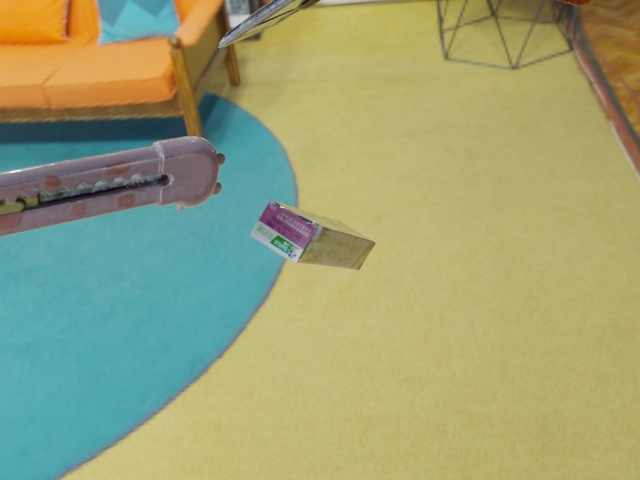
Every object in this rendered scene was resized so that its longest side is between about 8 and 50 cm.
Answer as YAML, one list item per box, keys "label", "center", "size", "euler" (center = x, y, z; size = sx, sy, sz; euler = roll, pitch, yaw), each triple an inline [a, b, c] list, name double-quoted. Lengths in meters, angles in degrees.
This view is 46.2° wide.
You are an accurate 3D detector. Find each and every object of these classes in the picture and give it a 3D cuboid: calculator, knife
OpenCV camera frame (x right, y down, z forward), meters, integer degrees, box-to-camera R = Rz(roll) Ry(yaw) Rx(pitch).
- label: "calculator"
  center: [-0.016, -0.335, 1.018]
  size: [0.274, 0.028, 0.166]
  euler: [-18, 18, 42]
- label: "knife"
  center: [-0.265, -0.042, 0.729]
  size: [0.399, 0.132, 0.038]
  euler: [-16, 47, -35]

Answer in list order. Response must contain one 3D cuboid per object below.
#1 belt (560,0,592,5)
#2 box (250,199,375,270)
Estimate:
- label: "belt"
  center: [0.132, -0.338, 0.665]
  size: [0.324, 0.115, 0.227]
  euler: [42, 34, 21]
- label: "box"
  center: [0.000, 0.000, 0.689]
  size: [0.050, 0.041, 0.207]
  euler: [33, 5, 16]
